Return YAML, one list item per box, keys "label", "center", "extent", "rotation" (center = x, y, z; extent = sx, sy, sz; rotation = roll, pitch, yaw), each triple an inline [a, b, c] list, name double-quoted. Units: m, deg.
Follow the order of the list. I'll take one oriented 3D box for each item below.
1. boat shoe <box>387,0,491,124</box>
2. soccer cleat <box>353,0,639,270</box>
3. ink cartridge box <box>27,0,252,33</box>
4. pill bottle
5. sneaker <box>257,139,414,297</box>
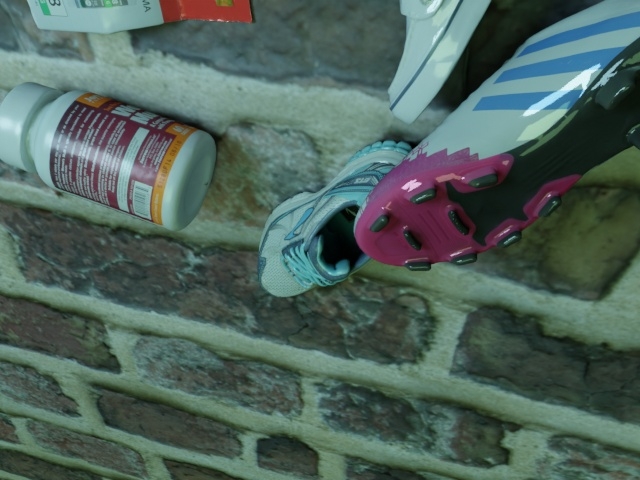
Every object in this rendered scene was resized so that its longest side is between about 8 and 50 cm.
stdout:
- label: "boat shoe"
  center: [0.103, -0.219, 0.480]
  extent: [0.084, 0.095, 0.258]
  rotation: [27, 124, 2]
- label: "soccer cleat"
  center: [0.170, -0.092, 0.512]
  extent: [0.331, 0.143, 0.116]
  rotation: [-32, 125, 28]
- label: "ink cartridge box"
  center: [-0.187, -0.284, 0.547]
  extent: [0.225, 0.056, 0.181]
  rotation: [9, 133, 15]
- label: "pill bottle"
  center: [-0.244, -0.100, 0.683]
  extent: [0.221, 0.121, 0.121]
  rotation: [20, 134, 3]
- label: "sneaker"
  center: [0.000, 0.000, 0.680]
  extent: [0.110, 0.122, 0.283]
  rotation: [37, 132, -12]
